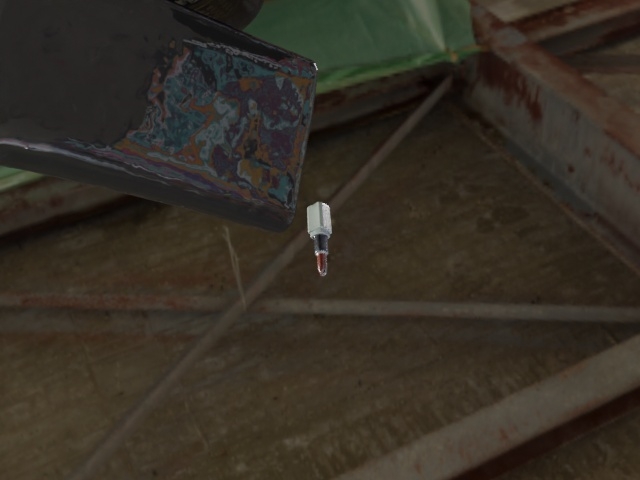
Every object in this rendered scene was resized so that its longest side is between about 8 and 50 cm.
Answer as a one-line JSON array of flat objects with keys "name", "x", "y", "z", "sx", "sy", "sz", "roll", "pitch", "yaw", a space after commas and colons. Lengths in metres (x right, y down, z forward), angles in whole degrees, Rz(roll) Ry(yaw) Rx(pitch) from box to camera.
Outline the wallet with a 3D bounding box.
[{"name": "wallet", "x": -0.178, "y": -0.154, "z": 0.942, "sx": 0.062, "sy": 0.406, "sz": 0.228, "roll": -2, "pitch": -102, "yaw": 47}]

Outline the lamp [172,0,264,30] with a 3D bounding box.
[{"name": "lamp", "x": -0.199, "y": -0.389, "z": 1.177, "sx": 0.374, "sy": 0.205, "sz": 0.272, "roll": -27, "pitch": 177, "yaw": 27}]

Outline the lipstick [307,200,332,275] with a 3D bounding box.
[{"name": "lipstick", "x": 0.000, "y": 0.000, "z": 1.148, "sx": 0.025, "sy": 0.025, "sz": 0.107, "roll": -22, "pitch": -125, "yaw": 30}]
